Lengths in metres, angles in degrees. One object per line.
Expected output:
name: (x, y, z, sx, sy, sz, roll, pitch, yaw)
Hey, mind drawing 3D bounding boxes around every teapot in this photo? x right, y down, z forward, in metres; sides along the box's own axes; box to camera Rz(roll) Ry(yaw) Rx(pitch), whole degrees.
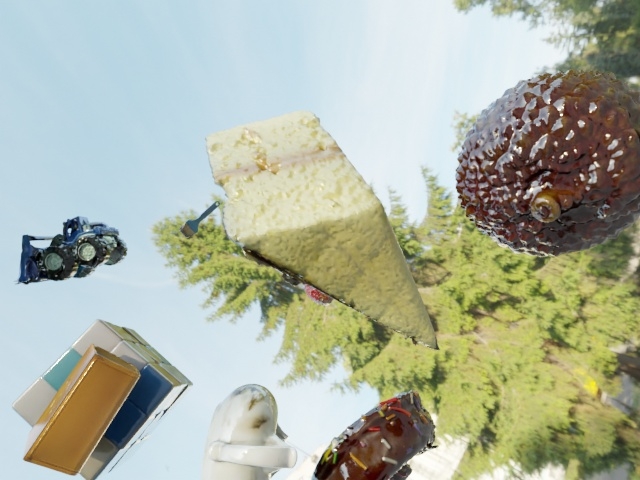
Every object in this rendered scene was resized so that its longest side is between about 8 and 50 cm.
teapot: (-0.112, 0.342, 0.667, 0.298, 0.139, 0.205, 103, 176, -70)

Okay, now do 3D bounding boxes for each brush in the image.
brush: (-0.394, -0.075, 1.356, 0.164, 0.014, 0.051, -48, -56, -22)

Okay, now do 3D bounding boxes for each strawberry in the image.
strawberry: (0.005, 0.137, 1.181, 0.106, 0.106, 0.106, -25, -59, -49)

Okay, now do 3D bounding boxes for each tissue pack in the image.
tissue pack: (-0.638, 0.446, 1.114, 0.145, 0.194, 0.275, 39, -112, -25)

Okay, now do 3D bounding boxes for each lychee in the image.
lychee: (0.299, -0.102, 0.532, 0.271, 0.235, 0.236, -58, -36, -41)

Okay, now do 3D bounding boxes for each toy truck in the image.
toy truck: (-0.556, 0.023, 0.908, 0.113, 0.208, 0.126, 69, 179, -90)

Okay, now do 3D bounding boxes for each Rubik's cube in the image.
Rubik's cube: (-0.695, 0.516, 1.382, 0.347, 0.347, 0.344, -51, -7, -17)

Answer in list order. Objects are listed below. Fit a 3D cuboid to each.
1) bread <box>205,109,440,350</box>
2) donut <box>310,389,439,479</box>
bread: (0.000, 0.000, 0.732, 0.242, 0.346, 0.405, -24, -56, 0)
donut: (0.091, 0.352, 0.661, 0.216, 0.096, 0.230, 11, -62, -51)
